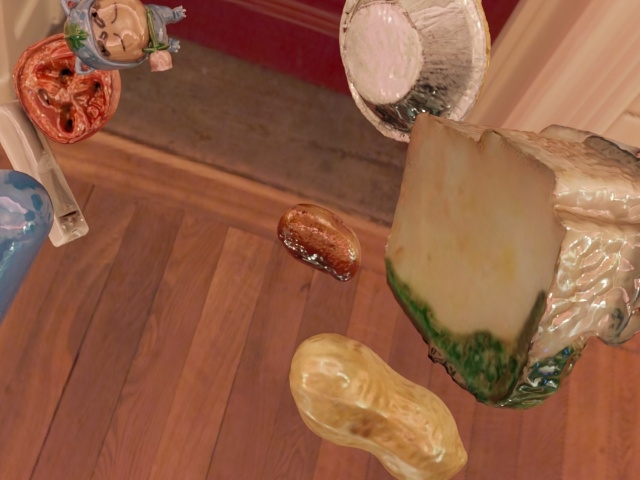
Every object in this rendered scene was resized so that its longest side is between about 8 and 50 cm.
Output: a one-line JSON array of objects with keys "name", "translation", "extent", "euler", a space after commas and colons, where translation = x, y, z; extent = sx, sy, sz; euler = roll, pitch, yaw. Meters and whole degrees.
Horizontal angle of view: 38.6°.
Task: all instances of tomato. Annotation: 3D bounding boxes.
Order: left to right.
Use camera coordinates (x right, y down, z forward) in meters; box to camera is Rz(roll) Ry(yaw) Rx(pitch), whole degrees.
[{"name": "tomato", "translation": [-0.499, -0.308, 1.848], "extent": [0.228, 0.101, 0.227], "euler": [1, 94, 15]}]

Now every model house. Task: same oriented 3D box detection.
[{"name": "model house", "translation": [0.254, 0.006, 0.920], "extent": [0.284, 0.243, 0.298], "euler": [-2, 25, -20]}]

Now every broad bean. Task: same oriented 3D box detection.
[{"name": "broad bean", "translation": [0.000, 0.000, 1.535], "extent": [0.165, 0.114, 0.084], "euler": [28, 28, -22]}]

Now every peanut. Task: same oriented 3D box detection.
[{"name": "peanut", "translation": [0.064, 0.207, 1.061], "extent": [0.274, 0.125, 0.111], "euler": [39, 39, -24]}]

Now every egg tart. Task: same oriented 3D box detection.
[{"name": "egg tart", "translation": [0.101, -0.232, 1.121], "extent": [0.094, 0.234, 0.234], "euler": [-20, 68, -44]}]

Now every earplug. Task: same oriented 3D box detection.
[{"name": "earplug", "translation": [-0.414, 0.024, 1.112], "extent": [0.132, 0.273, 0.132], "euler": [28, 33, -21]}]

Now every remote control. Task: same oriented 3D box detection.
[{"name": "remote control", "translation": [-0.573, -0.146, 1.890], "extent": [0.313, 0.055, 0.109], "euler": [65, 27, -6]}]

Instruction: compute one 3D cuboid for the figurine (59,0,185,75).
[{"name": "figurine", "translation": [-0.236, -0.272, 1.176], "extent": [0.145, 0.114, 0.178], "euler": [13, 20, 34]}]
